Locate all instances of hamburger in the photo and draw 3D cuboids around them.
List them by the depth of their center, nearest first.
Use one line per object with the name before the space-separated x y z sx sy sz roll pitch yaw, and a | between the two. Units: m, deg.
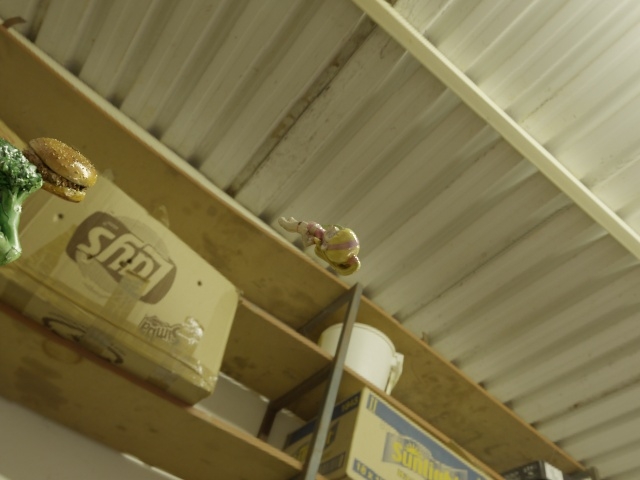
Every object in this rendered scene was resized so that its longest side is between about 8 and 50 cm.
hamburger | -0.669 -0.185 1.251 0.182 0.191 0.117 33 -86 29

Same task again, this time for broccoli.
broccoli | -0.584 -0.057 0.772 0.262 0.269 0.241 -31 -70 -12

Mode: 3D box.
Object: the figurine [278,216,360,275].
figurine | 0.000 0.000 0.889 0.188 0.083 0.083 23 -46 36
